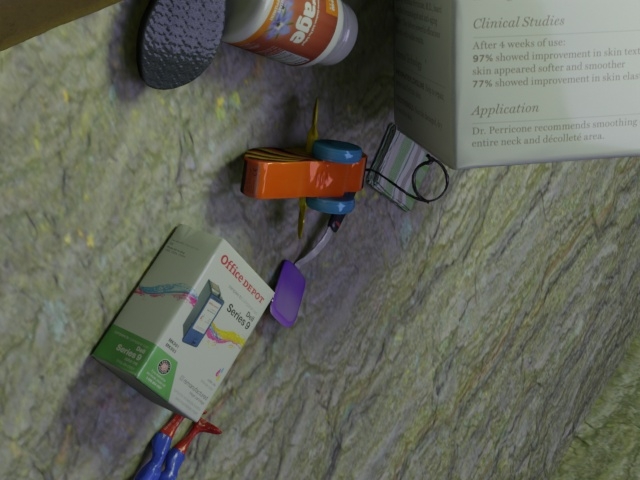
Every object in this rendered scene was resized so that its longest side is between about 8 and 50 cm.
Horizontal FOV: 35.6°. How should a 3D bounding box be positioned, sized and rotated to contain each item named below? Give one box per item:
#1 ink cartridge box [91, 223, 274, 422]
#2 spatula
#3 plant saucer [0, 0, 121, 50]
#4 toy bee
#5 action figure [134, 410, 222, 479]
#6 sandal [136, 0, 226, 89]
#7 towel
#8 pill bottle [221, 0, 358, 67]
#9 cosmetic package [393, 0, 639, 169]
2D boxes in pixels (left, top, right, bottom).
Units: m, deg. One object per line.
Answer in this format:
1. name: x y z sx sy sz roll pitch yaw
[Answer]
1. ink cartridge box: -0.176 0.108 1.318 0.212 0.093 0.154 -60 143 -19
2. spatula: 0.000 0.000 1.558 0.296 0.030 0.084 -60 144 -17
3. plant saucer: -0.315 -0.296 0.803 0.333 0.333 0.081 41 40 -53
4. toy bee: 0.006 -0.093 1.449 0.298 0.162 0.195 23 96 -31
5. action figure: -0.218 0.361 1.347 0.280 0.139 0.091 -51 139 -23
6. sandal: -0.155 -0.301 1.170 0.097 0.054 0.254 10 102 -30
7. towel: 0.140 -0.121 1.697 0.152 0.023 0.113 32 80 -55
8. pill bottle: -0.047 -0.292 1.280 0.216 0.121 0.121 6 101 -54
9. cosmetic package: 0.297 -0.331 1.412 0.329 0.327 0.393 -4 107 -9
